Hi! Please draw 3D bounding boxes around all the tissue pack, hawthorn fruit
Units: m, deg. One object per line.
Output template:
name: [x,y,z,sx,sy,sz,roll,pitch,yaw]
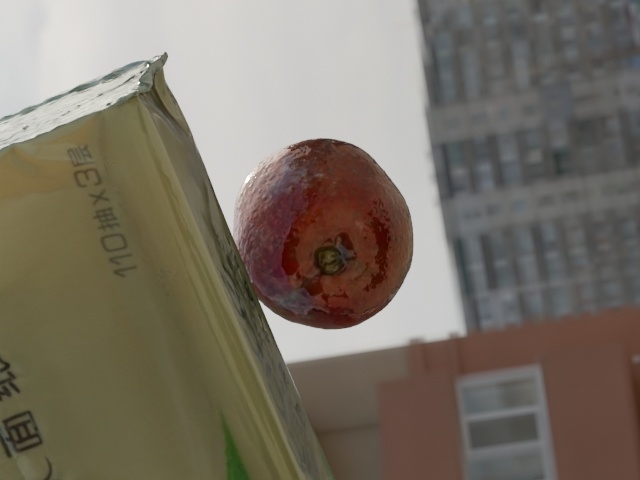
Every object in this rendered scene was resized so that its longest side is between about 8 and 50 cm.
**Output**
tissue pack: [-0.178,0.133,1.168,0.205,0.331,0.405,-89,-23,-78]
hawthorn fruit: [0.000,0.000,1.670,0.173,0.172,0.173,-9,-90,-79]
